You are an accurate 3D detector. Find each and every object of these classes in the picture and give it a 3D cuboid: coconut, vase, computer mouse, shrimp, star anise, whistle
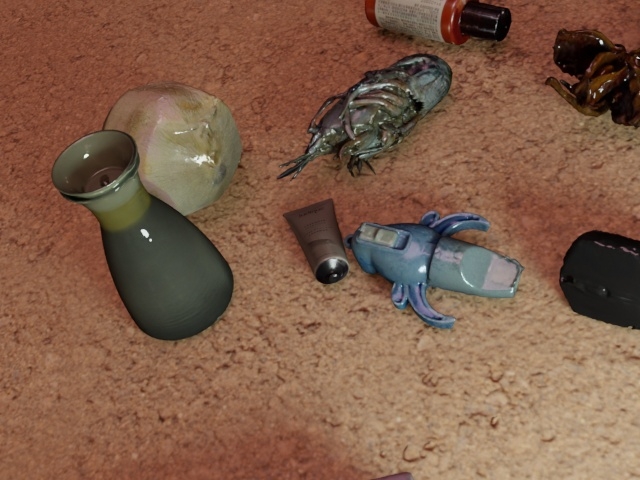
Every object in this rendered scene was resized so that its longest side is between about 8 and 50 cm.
[{"bbox_3d":[-0.242,-0.156,1.310,0.230,0.227,0.227,22,62,31],"label":"coconut"},{"bbox_3d":[-0.258,-0.006,1.124,0.173,0.321,0.173,-10,49,12],"label":"vase"},{"bbox_3d":[0.412,0.059,0.978,0.217,0.122,0.073,10,33,26],"label":"computer mouse"},{"bbox_3d":[0.079,-0.217,1.281,0.137,0.172,0.372,30,59,29],"label":"shrimp"},{"bbox_3d":[0.461,-0.256,1.211,0.220,0.126,0.190,20,58,5],"label":"star anise"},{"bbox_3d":[0.156,0.028,1.117,0.269,0.093,0.180,17,65,22],"label":"whistle"}]

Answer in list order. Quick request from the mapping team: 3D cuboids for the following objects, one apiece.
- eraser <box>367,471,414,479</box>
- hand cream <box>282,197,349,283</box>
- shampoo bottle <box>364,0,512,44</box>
[{"bbox_3d":[-0.043,0.427,0.832,0.359,0.122,0.272,-14,49,7],"label":"eraser"},{"bbox_3d":[0.000,0.000,1.215,0.087,0.054,0.186,-19,42,-2],"label":"hand cream"},{"bbox_3d":[0.221,-0.426,1.445,0.278,0.104,0.104,24,63,32],"label":"shampoo bottle"}]
